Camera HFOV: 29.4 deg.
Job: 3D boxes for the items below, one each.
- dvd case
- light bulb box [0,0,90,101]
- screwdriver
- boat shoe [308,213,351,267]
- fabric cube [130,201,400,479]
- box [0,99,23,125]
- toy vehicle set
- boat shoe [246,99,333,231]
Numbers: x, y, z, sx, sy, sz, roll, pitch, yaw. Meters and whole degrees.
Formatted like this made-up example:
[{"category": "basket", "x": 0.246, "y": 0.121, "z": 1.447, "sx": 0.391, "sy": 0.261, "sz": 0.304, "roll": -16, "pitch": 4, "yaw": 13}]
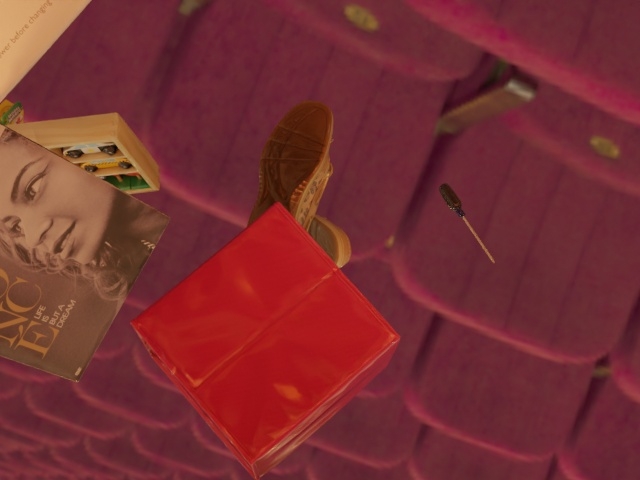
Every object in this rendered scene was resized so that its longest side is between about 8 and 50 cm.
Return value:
[{"category": "dvd case", "x": -0.230, "y": 0.014, "z": 0.970, "sx": 0.018, "sy": 0.164, "sz": 0.221, "roll": 28, "pitch": 178, "yaw": 38}, {"category": "light bulb box", "x": -0.427, "y": -0.320, "z": 1.212, "sx": 0.361, "sy": 0.225, "sz": 0.358, "roll": 43, "pitch": 170, "yaw": -22}, {"category": "screwdriver", "x": 0.250, "y": -0.031, "z": 2.070, "sx": 0.170, "sy": 0.024, "sz": 0.025, "roll": 58, "pitch": 164, "yaw": 29}, {"category": "boat shoe", "x": 0.000, "y": 0.000, "z": 2.577, "sx": 0.110, "sy": 0.122, "sz": 0.341, "roll": 1, "pitch": -173, "yaw": -22}, {"category": "fabric cube", "x": -0.076, "y": 0.146, "z": 1.700, "sx": 0.259, "sy": 0.258, "sz": 0.254, "roll": 48, "pitch": 169, "yaw": 10}, {"category": "box", "x": -0.561, "y": -0.164, "z": 2.119, "sx": 0.043, "sy": 0.105, "sz": 0.179, "roll": 31, "pitch": 145, "yaw": 4}, {"category": "toy vehicle set", "x": -0.354, "y": -0.096, "z": 1.540, "sx": 0.267, "sy": 0.035, "sz": 0.166, "roll": -6, "pitch": 159, "yaw": 10}, {"category": "boat shoe", "x": -0.047, "y": -0.086, "z": 1.973, "sx": 0.104, "sy": 0.285, "sz": 0.089, "roll": 20, "pitch": 178, "yaw": 22}]
